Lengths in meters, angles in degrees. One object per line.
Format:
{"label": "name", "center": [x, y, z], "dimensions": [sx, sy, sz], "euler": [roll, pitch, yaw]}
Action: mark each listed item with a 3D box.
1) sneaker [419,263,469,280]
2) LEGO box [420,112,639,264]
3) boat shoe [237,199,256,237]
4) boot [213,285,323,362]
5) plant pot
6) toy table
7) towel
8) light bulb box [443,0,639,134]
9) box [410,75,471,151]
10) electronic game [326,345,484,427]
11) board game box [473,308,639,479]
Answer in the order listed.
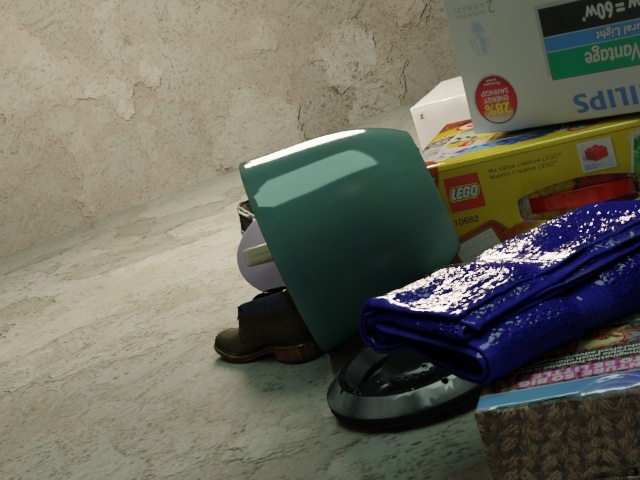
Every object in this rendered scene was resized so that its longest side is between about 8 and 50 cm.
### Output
{"label": "sneaker", "center": [0.259, 0.074, 1.512], "dimensions": [0.297, 0.110, 0.129], "euler": [-11, -7, 28]}
{"label": "LEGO box", "center": [0.422, -0.115, 1.828], "dimensions": [0.500, 0.193, 0.372], "euler": [-12, 13, 20]}
{"label": "boat shoe", "center": [-0.082, -0.048, 2.401], "dimensions": [0.113, 0.104, 0.306], "euler": [-23, 14, -23]}
{"label": "boot", "center": [-0.089, 0.117, 1.709], "dimensions": [0.219, 0.106, 0.082], "euler": [-4, 18, 45]}
{"label": "plant pot", "center": [0.054, -0.024, 1.626], "dimensions": [0.235, 0.293, 0.293], "euler": [-25, 12, 3]}
{"label": "toy table", "center": [0.000, 0.000, 1.863], "dimensions": [0.274, 0.252, 0.161], "euler": [-29, -3, -3]}
{"label": "towel", "center": [0.207, 0.031, 1.112], "dimensions": [0.308, 0.076, 0.228], "euler": [-23, 15, -24]}
{"label": "light bulb box", "center": [0.443, -0.331, 1.770], "dimensions": [0.358, 0.225, 0.361], "euler": [-5, 16, 41]}
{"label": "box", "center": [0.363, -0.282, 2.674], "dimensions": [0.215, 0.168, 0.345], "euler": [-12, 13, 21]}
{"label": "electronic game", "center": [0.117, 0.157, 1.400], "dimensions": [0.229, 0.048, 0.229], "euler": [-18, 17, 6]}
{"label": "board game box", "center": [0.286, 0.137, 1.053], "dimensions": [0.232, 0.141, 0.291], "euler": [-12, 14, 20]}
